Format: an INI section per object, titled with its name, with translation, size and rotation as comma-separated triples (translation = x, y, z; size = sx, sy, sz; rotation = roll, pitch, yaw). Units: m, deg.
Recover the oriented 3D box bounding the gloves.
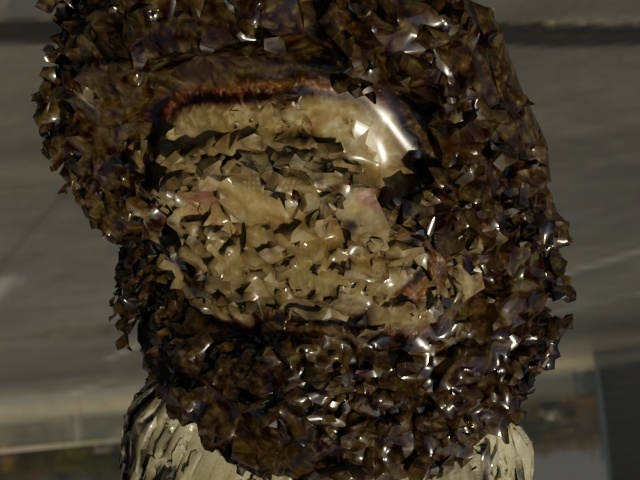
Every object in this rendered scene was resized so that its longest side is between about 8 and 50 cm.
[gloves]
translation = -0.006, 0.002, 0.551
size = 0.210, 0.312, 0.135
rotation = 22, -138, 22
